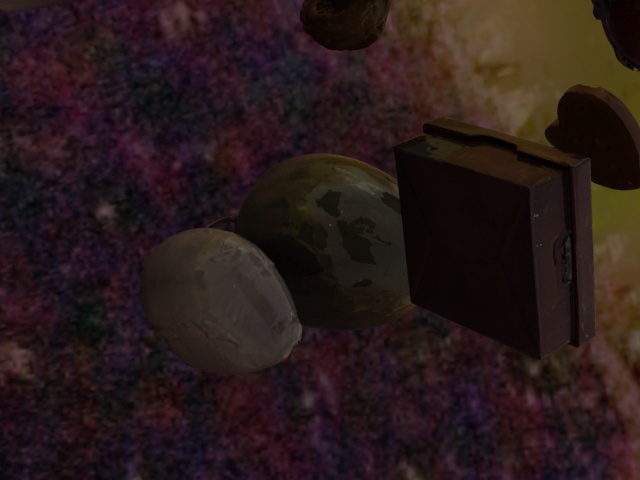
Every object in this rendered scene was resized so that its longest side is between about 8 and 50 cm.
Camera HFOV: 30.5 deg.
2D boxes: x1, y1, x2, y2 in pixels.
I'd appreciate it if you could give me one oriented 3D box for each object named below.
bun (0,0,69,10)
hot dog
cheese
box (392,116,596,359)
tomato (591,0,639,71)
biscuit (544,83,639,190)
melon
[{"bbox_3d":[-0.346,-0.359,1.444,0.173,0.173,0.120,-25,97,-65],"label":"bun"},{"bbox_3d":[0.036,-0.313,1.369,0.259,0.114,0.175,-70,175,-71],"label":"hot dog"},{"bbox_3d":[-0.133,0.073,1.492,0.189,0.198,0.154,49,55,-30],"label":"cheese"},{"bbox_3d":[0.183,-0.002,1.250,0.086,0.215,0.215,-25,121,-31],"label":"box"},{"bbox_3d":[0.506,-0.405,1.704,0.303,0.239,0.303,-20,90,-78],"label":"tomato"},{"bbox_3d":[0.298,-0.113,1.273,0.023,0.118,0.140,-49,132,-25],"label":"biscuit"},{"bbox_3d":[0.015,0.006,1.698,0.308,0.272,0.272,37,22,13],"label":"melon"}]
